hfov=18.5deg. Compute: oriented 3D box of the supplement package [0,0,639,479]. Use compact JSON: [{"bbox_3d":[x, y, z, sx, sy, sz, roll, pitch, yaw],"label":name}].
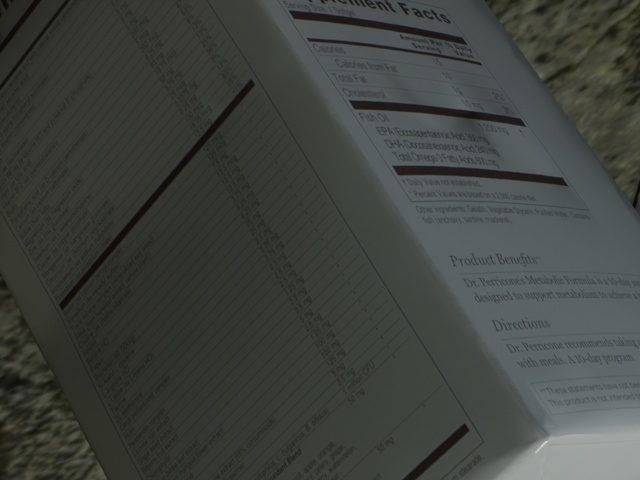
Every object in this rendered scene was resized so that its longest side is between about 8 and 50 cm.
[{"bbox_3d":[0.000,0.000,0.609,0.134,0.244,0.139,4,138,-50],"label":"supplement package"}]
